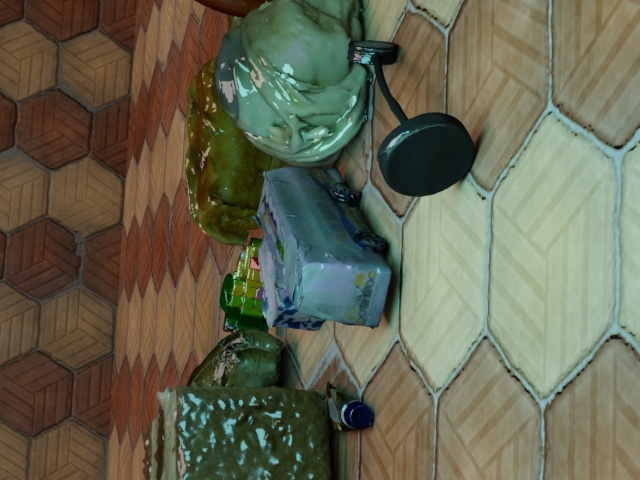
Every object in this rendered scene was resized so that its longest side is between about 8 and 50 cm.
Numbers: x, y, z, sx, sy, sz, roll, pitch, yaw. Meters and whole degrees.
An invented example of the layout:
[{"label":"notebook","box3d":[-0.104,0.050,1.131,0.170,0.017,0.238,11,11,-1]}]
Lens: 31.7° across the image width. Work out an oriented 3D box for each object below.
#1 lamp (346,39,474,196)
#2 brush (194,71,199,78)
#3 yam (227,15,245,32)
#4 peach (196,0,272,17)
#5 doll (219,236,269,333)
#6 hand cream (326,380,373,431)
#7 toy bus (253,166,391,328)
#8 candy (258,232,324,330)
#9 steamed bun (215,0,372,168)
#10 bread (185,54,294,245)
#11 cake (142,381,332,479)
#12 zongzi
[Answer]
[{"label":"lamp","box3d":[0.082,-0.157,1.400,0.371,0.130,0.108,-126,35,-61]},{"label":"brush","box3d":[-0.209,-0.331,2.393,0.323,0.070,0.051,-155,67,-70]},{"label":"yam","box3d":[-0.149,-0.300,2.197,0.083,0.083,0.371,154,118,-69]},{"label":"peach","box3d":[-0.156,-0.567,1.984,0.416,0.353,0.339,41,144,23]},{"label":"doll","box3d":[-0.116,0.082,1.947,0.134,0.106,0.186,-95,17,-61]},{"label":"hand cream","box3d":[0.031,0.235,1.571,0.163,0.039,0.062,176,83,-74]},{"label":"toy bus","box3d":[0.000,0.000,1.562,0.317,0.138,0.112,-116,34,-60]},{"label":"candy","box3d":[-0.045,0.059,1.758,0.073,0.092,0.160,118,150,-47]},{"label":"steamed bun","box3d":[-0.059,-0.242,1.697,0.280,0.207,0.267,152,121,-71]},{"label":"bread","box3d":[-0.137,-0.152,1.939,0.149,0.195,0.344,131,143,-52]},{"label":"cake","box3d":[-0.127,0.370,1.662,0.290,0.256,0.282,119,150,-64]},{"label":"zongzi","box3d":[-0.166,0.314,1.887,0.274,0.145,0.300,128,161,-60]}]
